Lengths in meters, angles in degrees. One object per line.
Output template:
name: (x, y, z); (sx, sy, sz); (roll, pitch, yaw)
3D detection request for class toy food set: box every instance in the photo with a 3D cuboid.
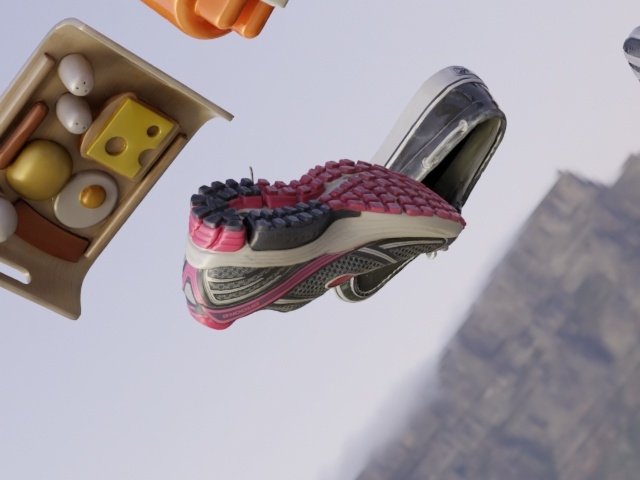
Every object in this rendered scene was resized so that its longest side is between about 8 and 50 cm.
toy food set: (-0.264, -0.071, 1.820); (0.220, 0.092, 0.306); (29, -73, -36)

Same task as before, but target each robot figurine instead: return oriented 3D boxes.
robot figurine: (-0.133, -0.278, 1.606); (0.158, 0.219, 0.128); (-30, -38, -31)

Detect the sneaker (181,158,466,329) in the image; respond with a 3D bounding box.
sneaker: (0.000, 0.000, 1.497); (0.299, 0.121, 0.112); (-8, -59, -36)

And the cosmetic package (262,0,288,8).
cosmetic package: (-0.040, -0.362, 1.398); (0.296, 0.153, 0.129); (-62, 16, 7)

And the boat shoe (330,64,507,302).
boat shoe: (0.105, -0.036, 1.795); (0.113, 0.105, 0.306); (12, -58, -41)

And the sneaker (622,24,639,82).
sneaker: (0.260, -0.102, 0.865); (0.098, 0.224, 0.083); (-46, -52, -13)
